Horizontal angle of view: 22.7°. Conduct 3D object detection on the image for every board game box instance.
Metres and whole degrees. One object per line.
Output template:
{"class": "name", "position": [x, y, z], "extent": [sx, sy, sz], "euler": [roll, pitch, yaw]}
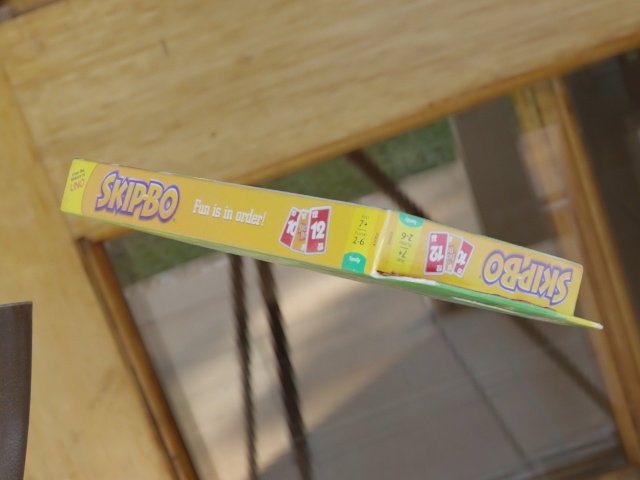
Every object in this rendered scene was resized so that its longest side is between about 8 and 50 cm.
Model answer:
{"class": "board game box", "position": [0.000, 0.000, 0.740], "extent": [0.124, 0.039, 0.259], "euler": [14, 0, -41]}

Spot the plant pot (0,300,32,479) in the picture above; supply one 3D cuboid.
{"class": "plant pot", "position": [-0.300, 0.170, 1.146], "extent": [0.215, 0.230, 0.215], "euler": [-7, 0, 0]}
